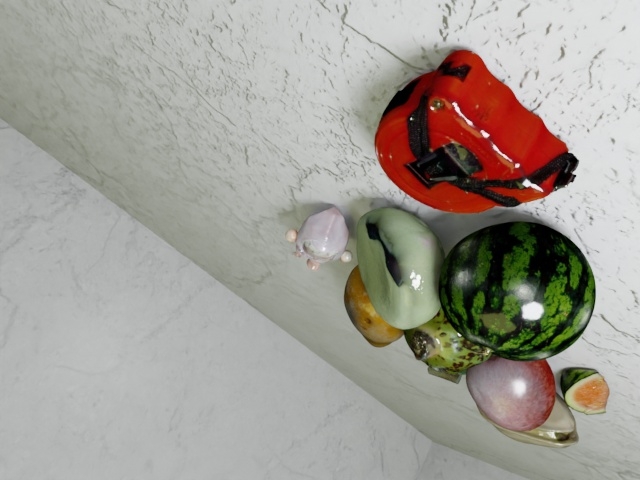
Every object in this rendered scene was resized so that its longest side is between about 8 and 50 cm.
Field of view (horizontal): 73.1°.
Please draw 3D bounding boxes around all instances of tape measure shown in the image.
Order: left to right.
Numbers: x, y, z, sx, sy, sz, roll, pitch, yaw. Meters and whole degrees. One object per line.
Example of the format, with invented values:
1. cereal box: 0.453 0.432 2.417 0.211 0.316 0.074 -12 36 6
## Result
1. tape measure: 0.213 -0.143 0.681 0.253 0.114 0.260 39 156 -13

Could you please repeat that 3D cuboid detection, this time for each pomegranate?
1. pomegranate: 0.318 0.213 1.082 0.254 0.270 0.255 19 117 43

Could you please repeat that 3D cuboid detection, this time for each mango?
1. mango: 0.174 0.200 1.281 0.384 0.198 0.222 78 165 -50

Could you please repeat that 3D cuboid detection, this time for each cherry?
1. cherry: 0.535 0.419 1.209 0.239 0.240 0.206 17 174 33

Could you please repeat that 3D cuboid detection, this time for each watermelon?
1. watermelon: 0.358 0.094 0.794 0.268 0.269 0.269 27 156 13
2. watermelon: 0.739 0.420 1.209 0.119 0.063 0.245 -9 131 32

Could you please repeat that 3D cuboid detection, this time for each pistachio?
1. pistachio: 0.644 0.535 1.357 0.331 0.225 0.208 12 110 58

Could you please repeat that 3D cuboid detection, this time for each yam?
1. yam: 0.500 0.532 1.734 0.132 0.054 0.054 11 149 40

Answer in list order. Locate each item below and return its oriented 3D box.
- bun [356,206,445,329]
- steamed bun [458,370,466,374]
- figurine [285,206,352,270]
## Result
1. bun: 0.201 0.052 0.983 0.283 0.179 0.284 165 90 -76
2. steamed bun: 0.416 0.355 1.389 0.177 0.131 0.228 30 159 8
3. figurine: 0.000 0.000 1.223 0.200 0.133 0.276 22 162 -6
